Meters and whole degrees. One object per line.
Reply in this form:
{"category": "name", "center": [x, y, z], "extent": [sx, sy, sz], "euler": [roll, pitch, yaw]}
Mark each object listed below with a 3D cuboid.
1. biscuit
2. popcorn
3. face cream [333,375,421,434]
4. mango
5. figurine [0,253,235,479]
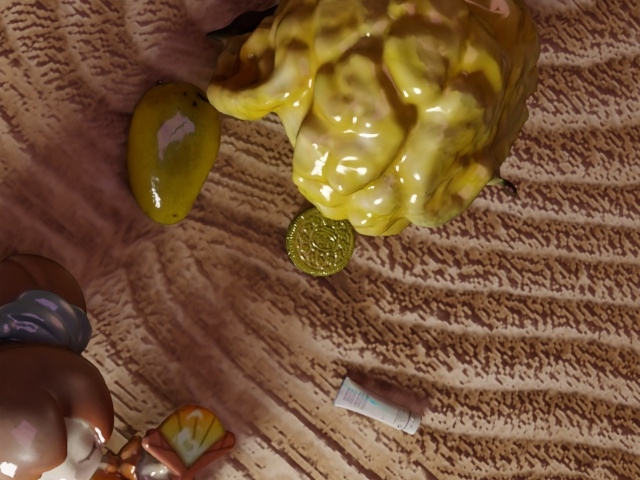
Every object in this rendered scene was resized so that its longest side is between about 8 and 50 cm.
{"category": "biscuit", "center": [0.000, 0.000, 1.617], "extent": [0.084, 0.023, 0.084], "euler": [-1, 93, -20]}
{"category": "popcorn", "center": [0.056, -0.180, 1.489], "extent": [0.381, 0.349, 0.349], "euler": [24, 84, 22]}
{"category": "face cream", "center": [0.069, 0.201, 1.661], "extent": [0.115, 0.020, 0.038], "euler": [26, 86, -20]}
{"category": "mango", "center": [-0.163, -0.095, 1.521], "extent": [0.103, 0.076, 0.161], "euler": [5, 101, -28]}
{"category": "figurine", "center": [-0.262, 0.229, 1.440], "extent": [0.276, 0.248, 0.388], "euler": [-46, 117, -15]}
